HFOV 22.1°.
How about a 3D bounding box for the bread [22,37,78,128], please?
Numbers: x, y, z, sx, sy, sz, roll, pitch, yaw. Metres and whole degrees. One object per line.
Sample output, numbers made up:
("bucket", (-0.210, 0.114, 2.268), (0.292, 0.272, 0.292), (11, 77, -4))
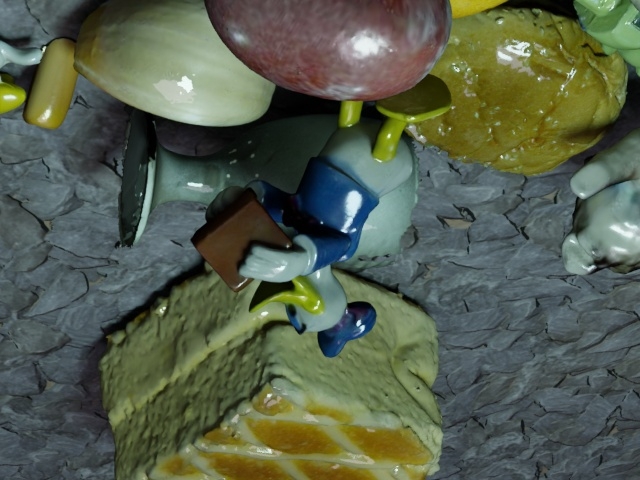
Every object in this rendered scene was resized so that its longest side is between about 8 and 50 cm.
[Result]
("bread", (-0.299, -0.175, 1.829), (0.049, 0.103, 0.062), (17, -178, -16))

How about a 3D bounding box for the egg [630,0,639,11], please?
("egg", (0.441, -0.349, 1.605), (0.337, 0.201, 0.337), (9, 127, 12))

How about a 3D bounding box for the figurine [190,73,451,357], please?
("figurine", (0.000, 0.000, 1.754), (0.283, 0.204, 0.338), (-29, 131, -32))

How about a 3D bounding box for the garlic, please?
("garlic", (-0.143, -0.193, 1.785), (0.245, 0.145, 0.164), (15, 170, -32))

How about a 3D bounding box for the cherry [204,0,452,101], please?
("cherry", (0.001, -0.249, 1.629), (0.236, 0.285, 0.213), (-34, 156, -37))

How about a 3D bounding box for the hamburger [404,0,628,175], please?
("hamburger", (0.226, -0.189, 1.847), (0.309, 0.132, 0.211), (19, 138, -32))

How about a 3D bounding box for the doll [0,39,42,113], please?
("doll", (-0.382, -0.183, 1.783), (0.135, 0.071, 0.113), (15, 131, -23))

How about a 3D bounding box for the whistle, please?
("whistle", (0.327, -0.247, 1.749), (0.227, 0.085, 0.105), (23, 108, -40))

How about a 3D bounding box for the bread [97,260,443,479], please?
("bread", (-0.064, 0.226, 2.246), (0.390, 0.279, 0.371), (27, 130, -37))

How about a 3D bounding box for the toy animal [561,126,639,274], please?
("toy animal", (0.418, -0.070, 1.931), (0.344, 0.194, 0.302), (-40, 169, -11))

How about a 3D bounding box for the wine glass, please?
("wine glass", (-0.059, -0.064, 1.911), (0.357, 0.190, 0.190), (4, 143, -20))

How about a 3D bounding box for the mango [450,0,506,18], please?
("mango", (0.187, -0.330, 1.663), (0.157, 0.109, 0.262), (3, 148, -35))
